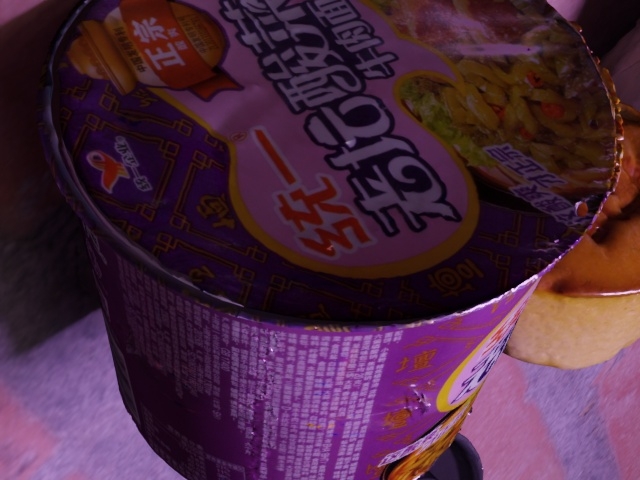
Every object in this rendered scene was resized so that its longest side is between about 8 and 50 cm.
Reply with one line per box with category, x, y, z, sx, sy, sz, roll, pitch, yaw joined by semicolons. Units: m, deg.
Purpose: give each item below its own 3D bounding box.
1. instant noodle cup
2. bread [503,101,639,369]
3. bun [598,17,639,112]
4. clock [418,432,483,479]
instant noodle cup;0.000;0.000;0.966;0.340;0.340;0.266;-36;151;-30
bread;0.167;-0.027;1.196;0.270;0.270;0.148;-28;146;-37
bun;0.374;-0.128;1.336;0.365;0.365;0.219;-48;117;-14
clock;0.045;0.322;1.473;0.325;0.067;0.325;-30;131;-43
